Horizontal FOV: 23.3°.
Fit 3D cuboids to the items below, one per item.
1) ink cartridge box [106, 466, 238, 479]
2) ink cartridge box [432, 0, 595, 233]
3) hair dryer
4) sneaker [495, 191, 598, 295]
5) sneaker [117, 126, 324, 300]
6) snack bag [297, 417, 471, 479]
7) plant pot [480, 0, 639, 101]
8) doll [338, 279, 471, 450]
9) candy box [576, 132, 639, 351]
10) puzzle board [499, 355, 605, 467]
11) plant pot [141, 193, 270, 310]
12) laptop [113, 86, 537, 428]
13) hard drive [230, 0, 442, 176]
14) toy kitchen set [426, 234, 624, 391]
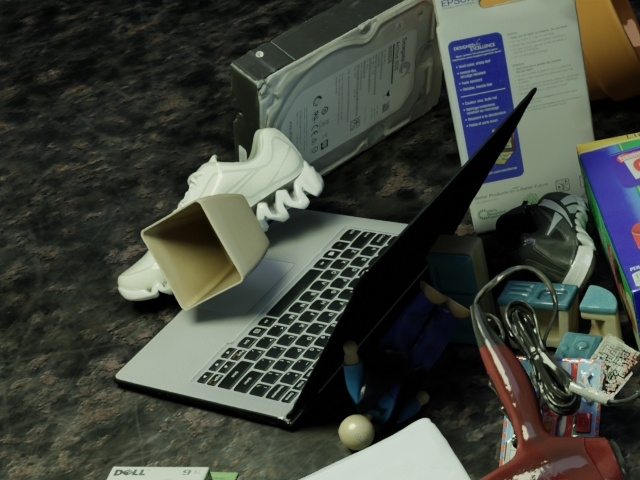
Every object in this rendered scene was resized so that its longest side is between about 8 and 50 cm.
[{"bbox_3d":[-0.167,0.279,1.550,0.109,0.062,0.209,-3,33,19],"label":"ink cartridge box"},{"bbox_3d":[0.235,-0.174,1.851,0.165,0.332,0.065,-11,32,4],"label":"ink cartridge box"},{"bbox_3d":[0.203,0.180,1.490,0.223,0.080,0.293,23,67,33],"label":"hair dryer"},{"bbox_3d":[0.252,-0.015,1.781,0.106,0.078,0.234,23,20,-6],"label":"sneaker"},{"bbox_3d":[-0.141,-0.031,1.946,0.292,0.118,0.110,-36,13,-10],"label":"sneaker"},{"bbox_3d":[0.035,0.320,1.349,0.323,0.037,0.342,-24,44,-8],"label":"snack bag"},{"bbox_3d":[0.307,-0.300,2.106,0.203,0.291,0.291,-23,28,17],"label":"plant pot"},{"bbox_3d":[0.075,0.134,1.616,0.189,0.129,0.046,-58,32,2],"label":"doll"},{"bbox_3d":[0.447,-0.014,1.709,0.268,0.122,0.317,-13,30,5],"label":"candy box"},{"bbox_3d":[0.226,0.177,1.526,0.096,0.011,0.128,1,73,24],"label":"puzzle board"},{"bbox_3d":[-0.126,0.002,1.840,0.109,0.109,0.096,-28,3,38],"label":"plant pot"},{"bbox_3d":[0.000,0.000,1.764,0.408,0.236,0.382,9,38,34],"label":"laptop"},{"bbox_3d":[0.030,-0.208,2.087,0.339,0.237,0.064,-33,55,-28],"label":"hard drive"},{"bbox_3d":[0.200,0.093,1.639,0.207,0.122,0.166,3,35,27],"label":"toy kitchen set"}]
